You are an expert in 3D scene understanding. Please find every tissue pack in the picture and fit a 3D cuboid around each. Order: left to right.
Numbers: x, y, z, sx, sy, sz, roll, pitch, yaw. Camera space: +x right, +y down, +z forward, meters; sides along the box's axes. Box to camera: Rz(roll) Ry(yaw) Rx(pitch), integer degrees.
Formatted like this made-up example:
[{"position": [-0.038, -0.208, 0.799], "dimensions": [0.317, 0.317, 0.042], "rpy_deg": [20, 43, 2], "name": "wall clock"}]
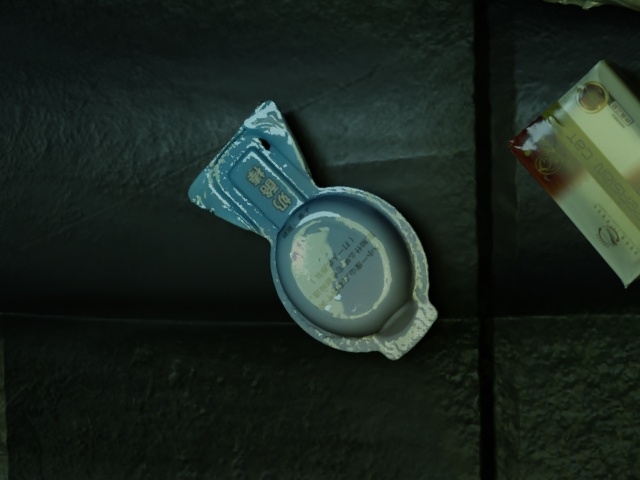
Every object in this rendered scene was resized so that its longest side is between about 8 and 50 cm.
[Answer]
[{"position": [0.238, -0.054, 1.254], "dimensions": [0.106, 0.099, 0.148], "rpy_deg": [-43, 80, 17], "name": "tissue pack"}]

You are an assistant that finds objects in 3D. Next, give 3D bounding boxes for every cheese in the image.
[{"position": [0.000, 0.000, 1.368], "dimensions": [0.244, 0.052, 0.135], "rpy_deg": [45, 104, 12], "name": "cheese"}]

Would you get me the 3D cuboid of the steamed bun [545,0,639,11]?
[{"position": [0.189, -0.328, 1.186], "dimensions": [0.324, 0.219, 0.309], "rpy_deg": [29, 103, 15], "name": "steamed bun"}]
